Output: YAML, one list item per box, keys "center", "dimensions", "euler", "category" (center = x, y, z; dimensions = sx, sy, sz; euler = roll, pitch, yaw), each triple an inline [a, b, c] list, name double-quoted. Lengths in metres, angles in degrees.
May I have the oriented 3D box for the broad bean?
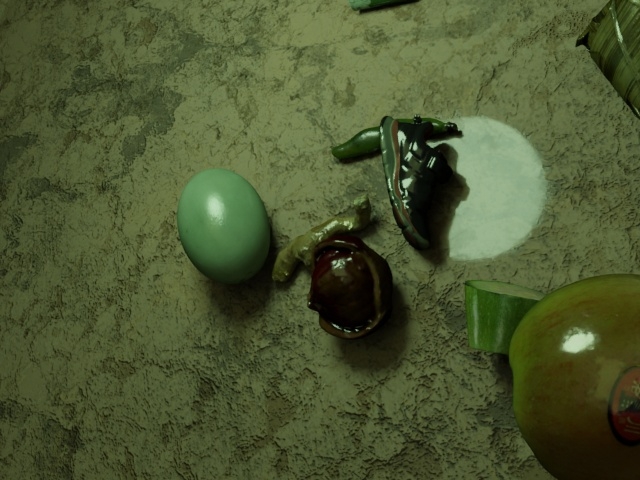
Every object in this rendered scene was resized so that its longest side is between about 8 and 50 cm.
- center: [0.154, -0.230, 1.663]
  dimensions: [0.297, 0.043, 0.060]
  euler: [-11, 76, 27]
  category: "broad bean"

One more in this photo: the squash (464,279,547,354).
- center: [0.331, 0.136, 1.349]
  dimensions: [0.170, 0.170, 0.123]
  euler: [7, 88, 34]
  category: "squash"

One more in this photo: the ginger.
- center: [0.000, 0.000, 1.654]
  dimensions: [0.288, 0.075, 0.089]
  euler: [-33, 35, 23]
  category: "ginger"

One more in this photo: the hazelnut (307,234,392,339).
- center: [0.061, 0.094, 1.520]
  dimensions: [0.170, 0.160, 0.202]
  euler: [-36, 57, 47]
  category: "hazelnut"

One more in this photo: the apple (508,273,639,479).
- center: [0.430, 0.216, 1.137]
  dimensions: [0.304, 0.338, 0.339]
  euler: [-3, 70, 23]
  category: "apple"

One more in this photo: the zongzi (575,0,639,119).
- center: [0.597, -0.358, 1.307]
  dimensions: [0.134, 0.288, 0.286]
  euler: [-14, 61, -22]
  category: "zongzi"

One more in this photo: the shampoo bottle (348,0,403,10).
- center: [0.166, -0.577, 1.779]
  dimensions: [0.204, 0.065, 0.065]
  euler: [-1, 71, 31]
  category: "shampoo bottle"

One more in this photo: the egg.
- center: [-0.217, -0.033, 1.720]
  dimensions: [0.202, 0.203, 0.283]
  euler: [-31, 64, 19]
  category: "egg"

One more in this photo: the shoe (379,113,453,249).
- center: [0.201, -0.122, 1.562]
  dimensions: [0.137, 0.114, 0.291]
  euler: [-9, 77, 6]
  category: "shoe"
